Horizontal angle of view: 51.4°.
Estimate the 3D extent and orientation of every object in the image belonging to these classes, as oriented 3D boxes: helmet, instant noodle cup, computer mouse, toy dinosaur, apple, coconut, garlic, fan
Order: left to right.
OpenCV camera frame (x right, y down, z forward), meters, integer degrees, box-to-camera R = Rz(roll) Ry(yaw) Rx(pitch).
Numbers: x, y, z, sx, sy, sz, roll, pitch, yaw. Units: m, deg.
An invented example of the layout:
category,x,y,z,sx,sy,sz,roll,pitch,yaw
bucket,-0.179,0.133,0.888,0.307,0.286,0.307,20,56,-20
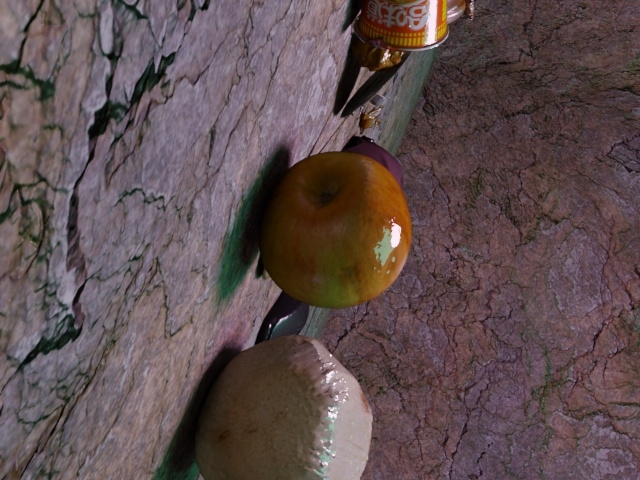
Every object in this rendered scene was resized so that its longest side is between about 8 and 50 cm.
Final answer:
category,x,y,z,sx,sy,sz,roll,pitch,yaw
computer mouse,-0.085,0.208,1.734,0.270,0.086,0.138,-55,164,-57
coconut,-0.065,0.386,1.363,0.415,0.344,0.415,20,90,-80
apple,0.025,-0.022,1.179,0.233,0.286,0.286,79,30,-48
fan,0.083,-0.297,1.473,0.415,0.012,0.233,-53,-165,-22
toy dinosaur,0.129,-0.342,1.961,0.126,0.039,0.162,-30,169,-43
helmet,0.138,-0.151,1.922,0.338,0.197,0.271,-46,154,-70
computer mouse,0.160,-0.401,1.901,0.032,0.056,0.110,-62,176,9
instant noodle cup,0.158,-0.488,1.230,0.212,0.193,0.193,91,20,-47
garlic,0.358,-0.692,1.993,0.207,0.207,0.257,-62,178,-42

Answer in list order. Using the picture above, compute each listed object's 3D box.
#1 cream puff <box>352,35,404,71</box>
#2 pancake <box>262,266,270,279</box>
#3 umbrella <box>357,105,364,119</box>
category,x,y,z,sx,sy,sz,roll,pitch,yaw
cream puff,0.128,-0.415,1.396,0.094,0.116,0.122,122,-20,-55
pancake,-0.087,0.011,1.368,0.158,0.028,0.158,19,90,-84
umbrella,0.122,-0.387,1.817,0.022,0.013,0.122,-96,-155,-79
